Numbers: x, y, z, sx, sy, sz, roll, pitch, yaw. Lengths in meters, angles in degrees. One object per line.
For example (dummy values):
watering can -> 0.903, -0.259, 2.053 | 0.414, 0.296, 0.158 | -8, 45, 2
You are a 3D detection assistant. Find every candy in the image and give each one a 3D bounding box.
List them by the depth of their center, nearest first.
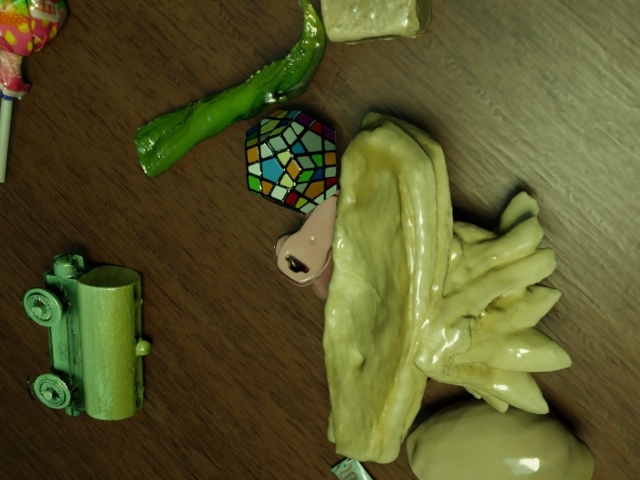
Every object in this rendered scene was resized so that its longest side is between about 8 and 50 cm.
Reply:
candy -> -0.472, -0.236, 0.838 | 0.124, 0.124, 0.366 | 34, 124, 10

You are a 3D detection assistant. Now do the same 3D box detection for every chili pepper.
chili pepper -> -0.120, -0.180, 0.705 | 0.358, 0.076, 0.085 | -22, 73, 37

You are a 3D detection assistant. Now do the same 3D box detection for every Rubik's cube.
Rubik's cube -> -0.035, -0.098, 0.684 | 0.133, 0.112, 0.133 | 7, 108, 22

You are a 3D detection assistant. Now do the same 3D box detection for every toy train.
toy train -> -0.383, 0.174, 0.916 | 0.189, 0.126, 0.308 | 13, 111, 19

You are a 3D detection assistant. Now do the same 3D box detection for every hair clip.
hair clip -> 0.002, 0.001, 0.749 | 0.123, 0.102, 0.138 | 29, 84, 10

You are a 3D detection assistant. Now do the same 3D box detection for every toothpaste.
toothpaste -> 0.101, 0.418, 0.842 | 0.205, 0.036, 0.056 | 48, 120, 7

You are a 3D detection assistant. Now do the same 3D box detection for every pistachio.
pistachio -> 0.217, 0.264, 0.685 | 0.223, 0.152, 0.126 | -7, 148, 32

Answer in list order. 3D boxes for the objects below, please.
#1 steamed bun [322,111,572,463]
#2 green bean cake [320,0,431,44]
steamed bun -> 0.137, 0.074, 0.635 | 0.247, 0.189, 0.429 | -154, 63, -61
green bean cake -> 0.057, -0.307, 0.590 | 0.109, 0.085, 0.179 | 2, 107, 26
